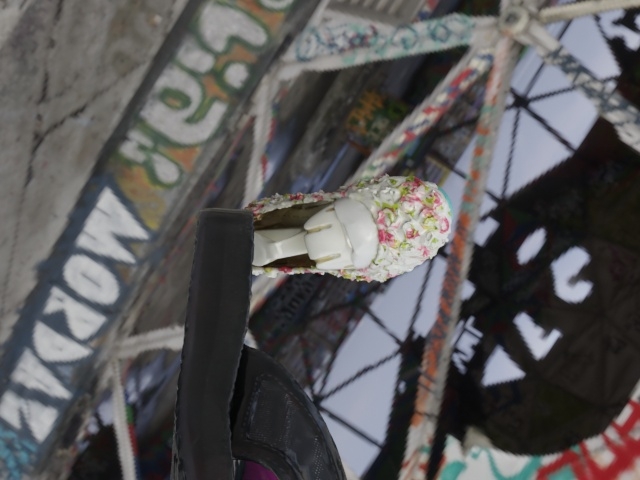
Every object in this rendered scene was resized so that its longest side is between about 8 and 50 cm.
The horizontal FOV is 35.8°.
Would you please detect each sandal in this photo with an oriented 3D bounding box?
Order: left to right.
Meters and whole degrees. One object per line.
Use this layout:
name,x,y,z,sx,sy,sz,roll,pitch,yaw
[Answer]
sandal,-0.033,0.144,0.573,0.445,0.107,0.167,-93,-171,-46

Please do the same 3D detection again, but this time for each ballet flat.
ballet flat,0.000,0.000,0.813,0.077,0.091,0.241,-20,-173,-41
